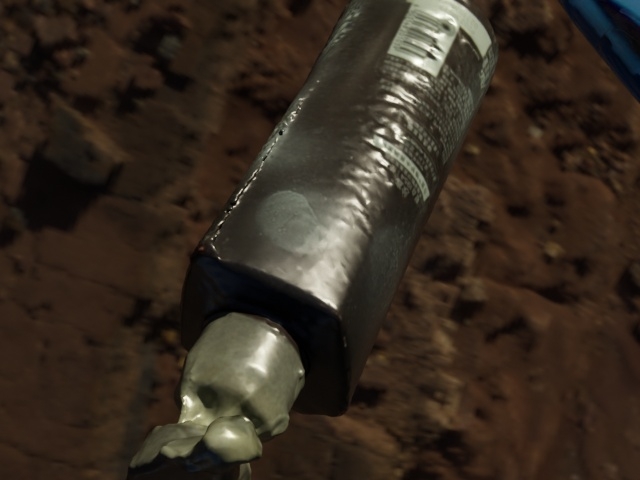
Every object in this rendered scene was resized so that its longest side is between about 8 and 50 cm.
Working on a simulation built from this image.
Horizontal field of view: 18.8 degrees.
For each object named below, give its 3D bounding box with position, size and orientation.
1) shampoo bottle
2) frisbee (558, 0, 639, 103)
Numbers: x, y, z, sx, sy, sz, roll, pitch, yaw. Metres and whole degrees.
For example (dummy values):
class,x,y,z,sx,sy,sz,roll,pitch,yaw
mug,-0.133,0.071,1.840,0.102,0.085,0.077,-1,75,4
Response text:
class,x,y,z,sx,sy,sz,roll,pitch,yaw
shampoo bottle,-0.001,0.000,0.580,0.057,0.063,0.208,22,49,6
frisbee,0.185,-0.049,0.777,0.045,0.242,0.242,-48,66,18
